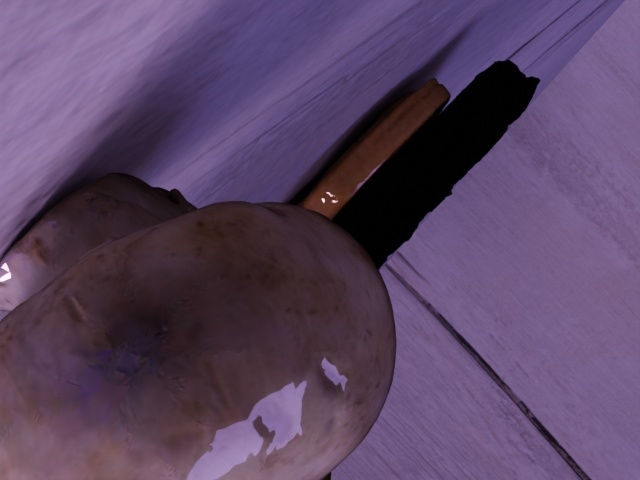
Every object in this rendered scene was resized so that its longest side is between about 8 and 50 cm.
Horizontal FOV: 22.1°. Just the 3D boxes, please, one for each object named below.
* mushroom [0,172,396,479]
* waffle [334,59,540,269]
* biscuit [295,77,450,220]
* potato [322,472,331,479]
[{"bbox_3d":[-0.080,0.069,0.801,0.255,0.184,0.255,-45,178,-2],"label":"mushroom"},{"bbox_3d":[0.084,-0.047,1.506,0.274,0.057,0.168,-46,176,-24],"label":"waffle"},{"bbox_3d":[0.011,-0.038,1.500,0.289,0.044,0.202,-46,178,16],"label":"biscuit"},{"bbox_3d":[-0.099,0.236,1.405,0.246,0.196,0.300,-27,139,-54],"label":"potato"}]
